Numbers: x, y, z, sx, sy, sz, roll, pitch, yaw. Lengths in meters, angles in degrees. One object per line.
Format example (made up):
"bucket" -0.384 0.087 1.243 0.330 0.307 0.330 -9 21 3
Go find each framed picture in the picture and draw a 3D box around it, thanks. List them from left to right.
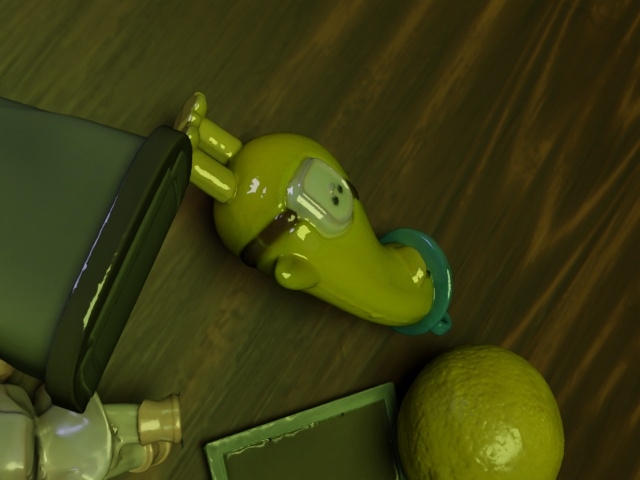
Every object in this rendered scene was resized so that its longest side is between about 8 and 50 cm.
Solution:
"framed picture" 0.009 0.323 0.939 0.231 0.018 0.293 -13 93 -26

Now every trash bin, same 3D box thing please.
"trash bin" -0.256 -0.010 0.687 0.250 0.219 0.219 20 68 2

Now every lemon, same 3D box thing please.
"lemon" 0.169 0.203 0.933 0.178 0.178 0.203 21 45 -23

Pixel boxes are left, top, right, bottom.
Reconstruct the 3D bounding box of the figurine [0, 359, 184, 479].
"figurine" -0.257 0.185 0.754 0.276 0.133 0.200 -4 86 -26

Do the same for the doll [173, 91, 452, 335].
"doll" 0.000 0.000 0.872 0.363 0.145 0.199 35 36 -23
